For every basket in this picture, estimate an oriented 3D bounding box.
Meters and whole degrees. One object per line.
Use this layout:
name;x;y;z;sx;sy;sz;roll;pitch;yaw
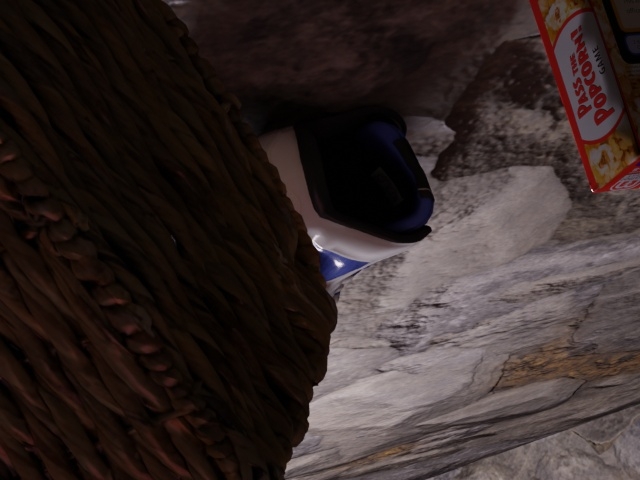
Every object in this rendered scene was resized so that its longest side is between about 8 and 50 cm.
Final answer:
basket;-0.162;-0.008;0.617;0.223;0.299;0.213;-28;-160;22

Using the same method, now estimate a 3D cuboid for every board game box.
board game box;0.177;-0.125;0.705;0.147;0.193;0.045;-5;160;-24

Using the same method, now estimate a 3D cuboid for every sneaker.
sneaker;0.000;0.000;1.029;0.182;0.127;0.315;-15;160;9
